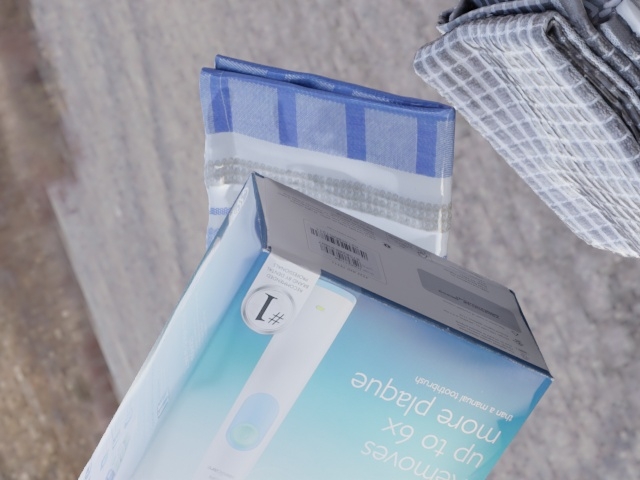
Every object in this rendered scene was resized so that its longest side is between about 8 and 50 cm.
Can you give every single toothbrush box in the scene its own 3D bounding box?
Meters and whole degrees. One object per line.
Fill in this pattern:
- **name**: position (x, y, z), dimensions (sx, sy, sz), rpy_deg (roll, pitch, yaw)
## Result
- **toothbrush box**: position (-0.018, 0.137, 1.007), dimensions (0.296, 0.216, 0.126), rpy_deg (-58, 18, 21)

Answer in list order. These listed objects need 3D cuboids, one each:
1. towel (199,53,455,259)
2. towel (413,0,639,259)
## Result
- **towel**: position (0.000, 0.000, 1.166), dimensions (0.034, 0.209, 0.285), rpy_deg (-56, -26, -50)
- **towel**: position (0.220, -0.095, 1.144), dimensions (0.283, 0.121, 0.235), rpy_deg (45, 173, -15)
